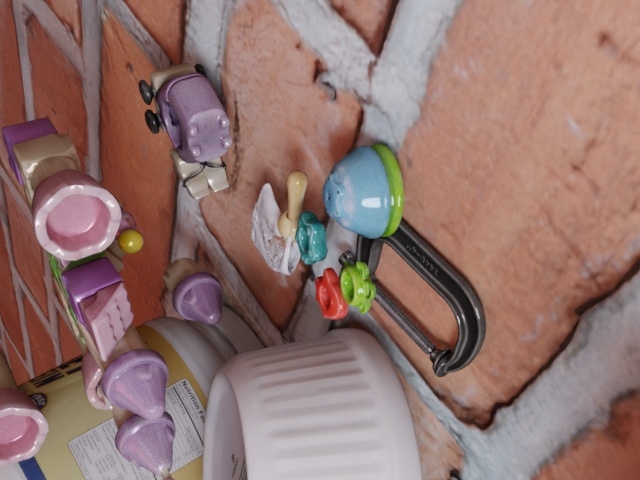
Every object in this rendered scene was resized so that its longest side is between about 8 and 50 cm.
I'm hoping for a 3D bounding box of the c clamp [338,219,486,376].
[{"bbox_3d":[0.066,0.046,0.672,0.160,0.022,0.137,43,141,37],"label":"c clamp"}]

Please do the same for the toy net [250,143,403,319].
[{"bbox_3d":[0.000,0.000,0.699,0.232,0.045,0.122,168,93,-68],"label":"toy net"}]

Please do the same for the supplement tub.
[{"bbox_3d":[-0.210,0.224,0.971,0.228,0.316,0.228,40,144,37],"label":"supplement tub"}]

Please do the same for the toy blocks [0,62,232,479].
[{"bbox_3d":[-0.174,0.050,0.744,0.260,0.308,0.289,44,149,47],"label":"toy blocks"}]

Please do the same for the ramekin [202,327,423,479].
[{"bbox_3d":[-0.021,0.211,0.732,0.273,0.127,0.273,-179,90,-73],"label":"ramekin"}]
